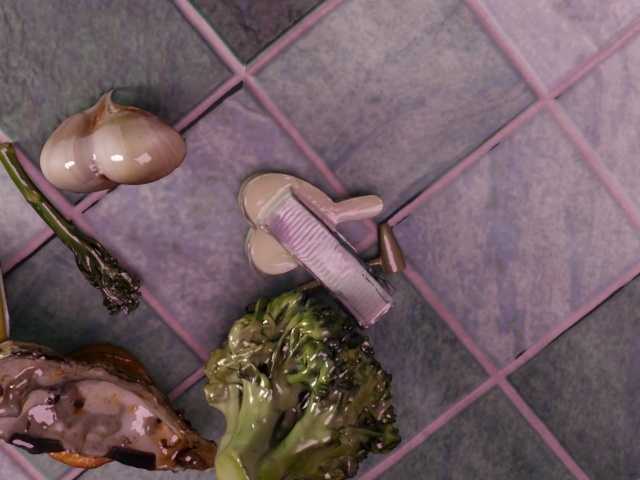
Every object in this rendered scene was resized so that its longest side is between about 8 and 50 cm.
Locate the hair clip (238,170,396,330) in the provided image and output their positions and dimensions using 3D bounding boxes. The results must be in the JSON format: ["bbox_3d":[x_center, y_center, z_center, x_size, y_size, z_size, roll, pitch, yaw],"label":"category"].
[{"bbox_3d":[0.002,-0.002,1.802,0.218,0.071,0.159,44,90,-8],"label":"hair clip"}]

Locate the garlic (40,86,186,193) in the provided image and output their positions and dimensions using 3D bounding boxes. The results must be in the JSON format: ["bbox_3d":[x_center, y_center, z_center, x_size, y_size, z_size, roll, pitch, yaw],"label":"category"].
[{"bbox_3d":[-0.218,-0.100,1.699,0.174,0.124,0.099,-4,116,40],"label":"garlic"}]

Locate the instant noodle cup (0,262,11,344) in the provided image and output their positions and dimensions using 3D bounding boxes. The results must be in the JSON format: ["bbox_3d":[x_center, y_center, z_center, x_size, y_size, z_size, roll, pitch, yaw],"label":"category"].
[{"bbox_3d":[-0.460,0.082,1.706,0.236,0.215,0.215,-8,112,-16],"label":"instant noodle cup"}]

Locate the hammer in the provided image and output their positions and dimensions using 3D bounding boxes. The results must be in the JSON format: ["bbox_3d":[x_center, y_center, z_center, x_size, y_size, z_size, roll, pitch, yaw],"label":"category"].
[{"bbox_3d":[0.000,0.039,1.849,0.195,0.028,0.060,-21,105,0],"label":"hammer"}]

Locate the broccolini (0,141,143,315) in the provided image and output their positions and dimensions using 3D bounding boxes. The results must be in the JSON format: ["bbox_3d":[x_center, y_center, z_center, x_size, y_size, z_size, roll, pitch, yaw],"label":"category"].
[{"bbox_3d":[-0.283,-0.014,1.777,0.054,0.051,0.239,-34,105,11],"label":"broccolini"}]

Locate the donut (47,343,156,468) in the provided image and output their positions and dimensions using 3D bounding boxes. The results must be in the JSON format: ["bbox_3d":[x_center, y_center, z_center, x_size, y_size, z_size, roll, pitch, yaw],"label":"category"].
[{"bbox_3d":[-0.265,0.188,1.840,0.152,0.058,0.152,-4,111,-10],"label":"donut"}]

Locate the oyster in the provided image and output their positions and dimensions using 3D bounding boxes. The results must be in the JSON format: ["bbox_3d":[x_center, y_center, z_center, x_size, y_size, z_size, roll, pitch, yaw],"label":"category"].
[{"bbox_3d":[-0.250,0.194,1.762,0.345,0.078,0.129,26,104,-39],"label":"oyster"}]

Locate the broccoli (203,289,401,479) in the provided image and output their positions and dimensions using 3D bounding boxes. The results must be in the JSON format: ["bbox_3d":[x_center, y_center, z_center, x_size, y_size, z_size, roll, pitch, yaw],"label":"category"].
[{"bbox_3d":[-0.049,0.201,1.772,0.245,0.248,0.288,-38,123,-40],"label":"broccoli"}]
